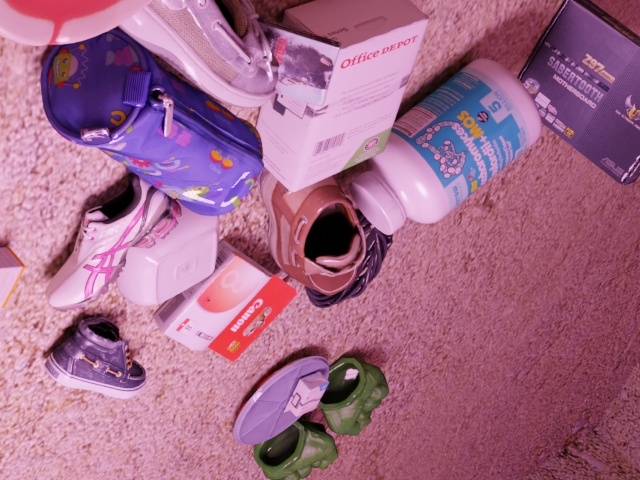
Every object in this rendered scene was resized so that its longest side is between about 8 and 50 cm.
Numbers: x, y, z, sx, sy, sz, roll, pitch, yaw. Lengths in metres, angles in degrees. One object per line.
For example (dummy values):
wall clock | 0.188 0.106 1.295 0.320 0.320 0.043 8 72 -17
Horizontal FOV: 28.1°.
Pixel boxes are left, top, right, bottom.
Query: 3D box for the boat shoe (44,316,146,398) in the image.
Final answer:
boat shoe | -0.264 0.149 1.627 0.083 0.065 0.183 -49 154 12

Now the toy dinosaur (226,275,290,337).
toy dinosaur | -0.088 0.087 1.813 0.183 0.053 0.093 -25 147 -36

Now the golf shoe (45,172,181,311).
golf shoe | -0.249 -0.001 1.441 0.186 0.067 0.086 -44 128 0

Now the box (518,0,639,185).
box | 0.417 -0.223 1.888 0.059 0.232 0.183 -19 145 -53

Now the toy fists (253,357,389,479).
toy fists | 0.009 0.327 2.273 0.279 0.096 0.142 -47 156 2

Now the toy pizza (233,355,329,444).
toy pizza | -0.069 0.261 2.128 0.201 0.032 0.201 -34 152 -21

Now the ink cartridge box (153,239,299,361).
ink cartridge box | -0.119 0.097 1.735 0.145 0.045 0.179 -47 134 6

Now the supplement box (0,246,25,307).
supplement box | -0.368 0.042 1.343 0.098 0.036 0.062 -4 134 -54

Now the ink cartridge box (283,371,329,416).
ink cartridge box | -0.024 0.261 2.121 0.048 0.028 0.083 -16 143 -43

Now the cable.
cable | 0.042 0.033 1.932 0.184 0.047 0.150 -52 154 17

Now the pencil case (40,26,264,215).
pencil case | -0.160 -0.115 1.310 0.306 0.133 0.119 33 72 -65

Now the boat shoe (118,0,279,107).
boat shoe | -0.118 -0.222 1.232 0.103 0.118 0.320 -44 148 9

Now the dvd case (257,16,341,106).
dvd case | -0.044 -0.197 1.391 0.013 0.119 0.087 -71 180 -46

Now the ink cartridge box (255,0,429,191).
ink cartridge box | 0.020 -0.184 1.515 0.160 0.092 0.219 -25 148 -36

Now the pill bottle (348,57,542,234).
pill bottle | 0.167 -0.123 1.767 0.264 0.146 0.146 -39 154 -12

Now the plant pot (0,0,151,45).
plant pot | -0.214 -0.277 0.851 0.275 0.243 0.275 -35 153 -21

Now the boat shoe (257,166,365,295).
boat shoe | 0.000 0.000 1.718 0.123 0.116 0.324 -36 151 -6

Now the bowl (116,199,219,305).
bowl | -0.180 0.018 1.572 0.142 0.053 0.142 -29 152 -28
